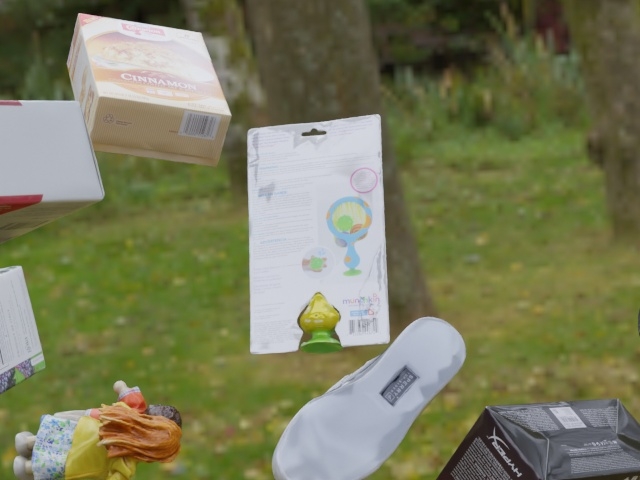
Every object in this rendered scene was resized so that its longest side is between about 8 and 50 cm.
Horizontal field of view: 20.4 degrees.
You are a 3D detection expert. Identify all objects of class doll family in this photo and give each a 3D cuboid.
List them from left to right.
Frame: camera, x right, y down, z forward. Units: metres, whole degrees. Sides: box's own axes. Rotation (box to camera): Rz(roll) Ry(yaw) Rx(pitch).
[{"bbox_3d":[-0.194,0.241,1.610,0.163,0.263,0.118,-7,-23,15],"label":"doll family"}]

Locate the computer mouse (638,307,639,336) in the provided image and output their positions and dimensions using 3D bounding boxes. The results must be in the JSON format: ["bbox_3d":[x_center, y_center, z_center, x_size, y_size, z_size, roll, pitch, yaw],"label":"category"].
[{"bbox_3d":[0.284,-0.029,1.107,0.060,0.184,0.262,16,-12,-9],"label":"computer mouse"}]

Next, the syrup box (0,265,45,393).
[{"bbox_3d":[-0.314,0.090,1.420,0.093,0.096,0.237,-10,7,15],"label":"syrup box"}]

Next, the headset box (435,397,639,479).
[{"bbox_3d":[0.204,0.310,1.893,0.218,0.293,0.110,2,39,-43],"label":"headset box"}]

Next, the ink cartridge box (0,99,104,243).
[{"bbox_3d":[-0.255,-0.033,1.194,0.175,0.072,0.127,-20,-9,36],"label":"ink cartridge box"}]

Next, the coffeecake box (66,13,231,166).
[{"bbox_3d":[-0.185,-0.161,1.893,0.142,0.068,0.185,7,32,-20],"label":"coffeecake box"}]

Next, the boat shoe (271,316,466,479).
[{"bbox_3d":[0.045,0.176,1.747,0.258,0.095,0.084,-34,-11,-34],"label":"boat shoe"}]

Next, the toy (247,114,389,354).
[{"bbox_3d":[0.000,0.000,1.752,0.137,0.237,0.056,-6,-24,11],"label":"toy"}]
